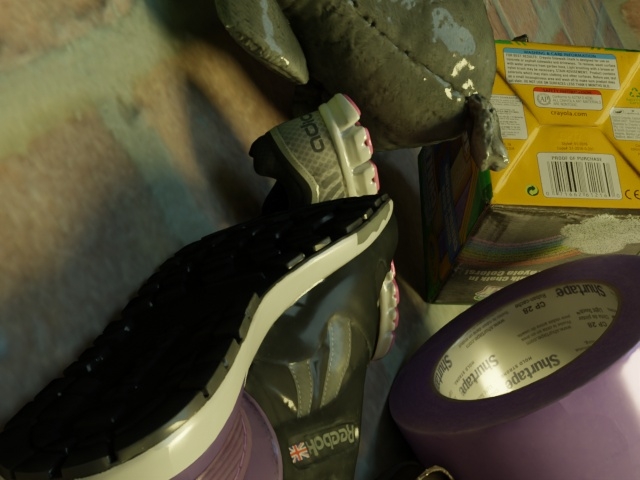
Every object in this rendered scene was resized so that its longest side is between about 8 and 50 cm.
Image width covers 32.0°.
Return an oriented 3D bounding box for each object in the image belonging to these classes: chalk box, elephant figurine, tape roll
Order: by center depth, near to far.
[{"bbox_3d":[-0.007,-0.160,0.673,0.239,0.186,0.169,38,57,-40],"label":"elephant figurine"},{"bbox_3d":[0.143,0.092,0.690,0.080,0.189,0.189,59,25,-13],"label":"tape roll"},{"bbox_3d":[0.148,-0.032,0.818,0.213,0.132,0.132,110,-20,-64],"label":"chalk box"}]

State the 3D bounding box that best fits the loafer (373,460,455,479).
[{"bbox_3d":[0.058,0.196,0.557,0.080,0.078,0.220,54,27,-25],"label":"loafer"}]

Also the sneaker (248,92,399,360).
[{"bbox_3d":[0.000,0.000,0.647,0.063,0.074,0.170,-107,-176,-59],"label":"sneaker"}]

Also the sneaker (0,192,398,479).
[{"bbox_3d":[-0.029,0.074,0.492,0.283,0.107,0.124,-47,122,-57],"label":"sneaker"}]

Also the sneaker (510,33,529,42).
[{"bbox_3d":[0.206,-0.115,1.130,0.170,0.089,0.051,63,24,-7],"label":"sneaker"}]
